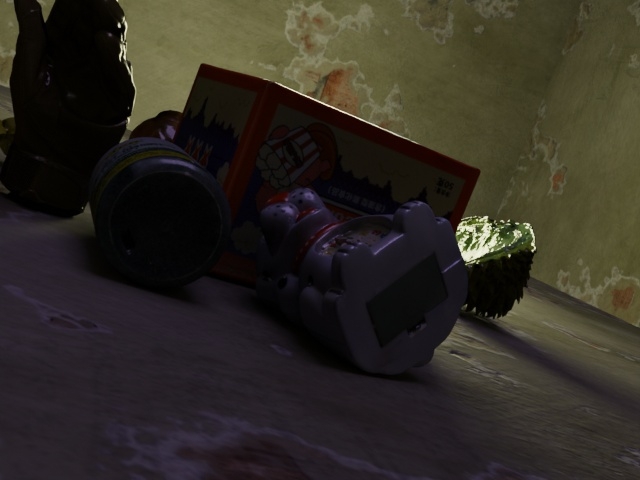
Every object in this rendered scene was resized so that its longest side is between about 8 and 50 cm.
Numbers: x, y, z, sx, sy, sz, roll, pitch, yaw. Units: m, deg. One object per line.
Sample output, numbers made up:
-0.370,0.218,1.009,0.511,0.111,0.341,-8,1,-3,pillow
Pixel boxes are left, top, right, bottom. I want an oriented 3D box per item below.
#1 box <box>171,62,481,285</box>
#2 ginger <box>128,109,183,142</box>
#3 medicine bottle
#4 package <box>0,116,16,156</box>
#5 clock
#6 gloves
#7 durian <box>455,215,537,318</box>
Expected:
-0.025,-0.068,1.300,0.349,0.256,0.318,19,8,-28,box
-0.276,-0.172,1.806,0.172,0.165,0.321,16,5,29,ginger
-0.196,-0.045,1.042,0.141,0.141,0.293,19,6,-19,medicine bottle
-0.407,-0.137,1.418,0.226,0.090,0.168,13,13,-39,package
0.015,0.034,1.018,0.189,0.188,0.254,16,2,-41,clock
-0.314,-0.197,1.134,0.154,0.331,0.141,22,13,15,gloves
0.279,0.030,1.737,0.163,0.198,0.394,18,4,-14,durian
